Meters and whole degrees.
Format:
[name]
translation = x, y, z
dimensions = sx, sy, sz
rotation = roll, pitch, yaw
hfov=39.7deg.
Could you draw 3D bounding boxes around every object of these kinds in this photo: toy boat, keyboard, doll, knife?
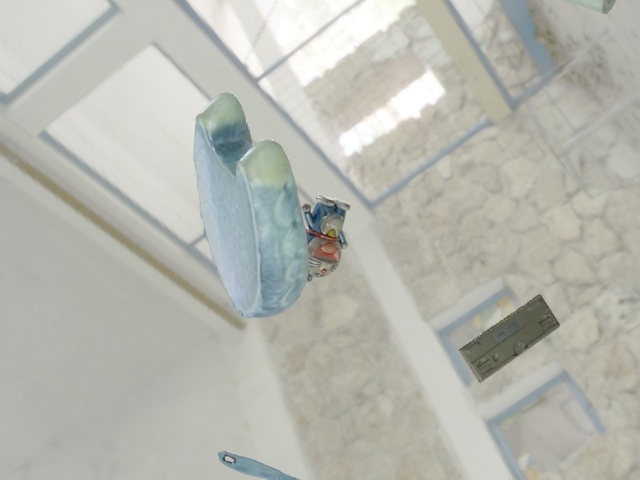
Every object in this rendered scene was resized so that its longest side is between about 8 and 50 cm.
[toy boat]
translation = -0.074, -0.037, 1.186
dimensions = 0.215, 0.123, 0.330
rotation = 46, 150, 42
[keyboard]
translation = 0.232, 0.119, 1.084
dimensions = 0.049, 0.129, 0.015
rotation = 56, 166, 5
[doll]
translation = 0.000, 0.000, 1.515
dimensions = 0.114, 0.152, 0.085
rotation = 16, -173, -32
[knife]
translation = -0.074, 0.473, 1.733
dimensions = 0.313, 0.045, 0.019
rotation = 13, 158, 26

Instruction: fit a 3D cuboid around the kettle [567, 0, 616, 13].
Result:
[kettle]
translation = 0.430, -0.461, 1.488
dimensions = 0.148, 0.127, 0.098
rotation = 26, -136, 24
